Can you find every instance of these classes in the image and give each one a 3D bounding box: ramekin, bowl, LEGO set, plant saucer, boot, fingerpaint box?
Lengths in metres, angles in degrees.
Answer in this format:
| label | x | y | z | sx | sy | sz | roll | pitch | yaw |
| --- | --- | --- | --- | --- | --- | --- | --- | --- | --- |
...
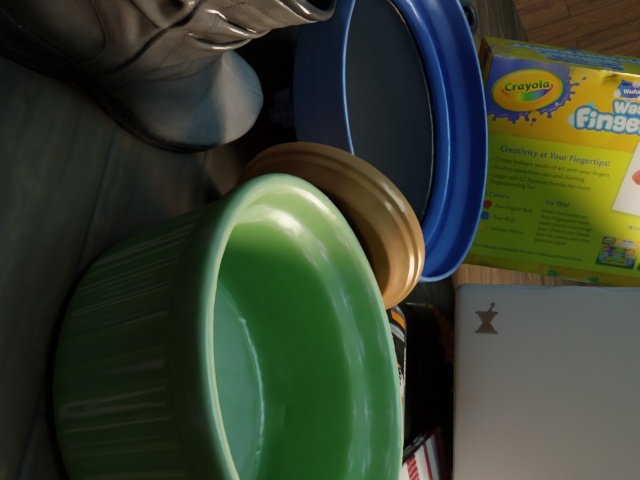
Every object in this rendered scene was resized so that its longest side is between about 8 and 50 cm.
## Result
| label | x | y | z | sx | sy | sz | roll | pitch | yaw |
| --- | --- | --- | --- | --- | --- | --- | --- | --- | --- |
| ramekin | -0.060 | 0.112 | 0.595 | 0.303 | 0.148 | 0.304 | 40 | 43 | -52 |
| bowl | 0.096 | -0.145 | 0.905 | 0.391 | 0.077 | 0.392 | 7 | 81 | -57 |
| LEGO set | -0.015 | -0.105 | 0.882 | 0.093 | 0.086 | 0.227 | -32 | 113 | -61 |
| plant saucer | 0.000 | 0.000 | 0.726 | 0.037 | 0.199 | 0.200 | -54 | 127 | -42 |
| boot | -0.081 | -0.160 | 0.593 | 0.338 | 0.222 | 0.118 | 11 | 73 | -62 |
| fingerpaint box | 0.464 | -0.126 | 1.309 | 0.163 | 0.444 | 0.371 | -79 | 176 | -64 |

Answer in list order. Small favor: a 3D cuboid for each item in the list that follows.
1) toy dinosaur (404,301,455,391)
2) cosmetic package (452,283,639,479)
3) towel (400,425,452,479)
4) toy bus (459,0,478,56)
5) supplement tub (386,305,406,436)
| label | x | y | z | sx | sy | sz | roll | pitch | yaw |
| --- | --- | --- | --- | --- | --- | --- | --- | --- | --- |
| toy dinosaur | 0.211 | 0.153 | 1.245 | 0.212 | 0.064 | 0.112 | 66 | 28 | -22 |
| cosmetic package | 0.396 | 0.239 | 1.176 | 0.393 | 0.329 | 0.328 | 18 | 73 | -69 |
| towel | 0.116 | 0.395 | 0.958 | 0.329 | 0.037 | 0.237 | -9 | 87 | -64 |
| toy bus | 0.177 | -0.338 | 1.343 | 0.211 | 0.149 | 0.221 | -10 | 90 | -52 |
| supplement tub | 0.034 | 0.135 | 0.820 | 0.117 | 0.116 | 0.191 | 50 | 36 | -44 |
